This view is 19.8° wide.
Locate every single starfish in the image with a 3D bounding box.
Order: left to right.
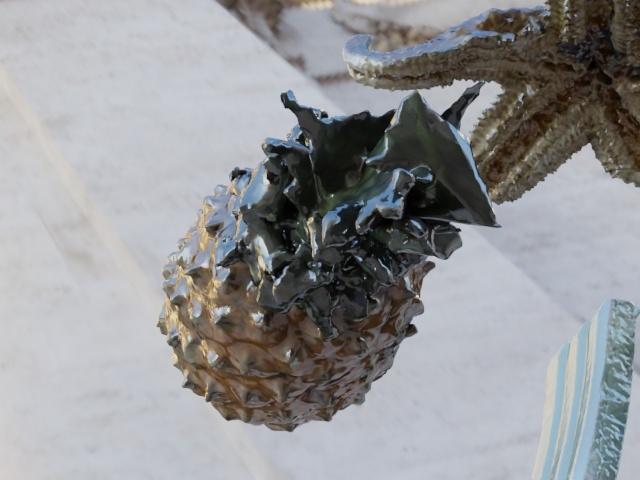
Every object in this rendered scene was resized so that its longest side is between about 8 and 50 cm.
[{"bbox_3d":[0.172,-0.134,1.216,0.312,0.113,0.303,-2,-48,6],"label":"starfish"}]

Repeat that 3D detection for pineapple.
[{"bbox_3d":[0.000,0.000,1.000,0.169,0.340,0.169,3,-108,-9],"label":"pineapple"}]

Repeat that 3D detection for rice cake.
[{"bbox_3d":[0.216,0.159,1.530,0.043,0.237,0.127,27,-44,-7],"label":"rice cake"}]
